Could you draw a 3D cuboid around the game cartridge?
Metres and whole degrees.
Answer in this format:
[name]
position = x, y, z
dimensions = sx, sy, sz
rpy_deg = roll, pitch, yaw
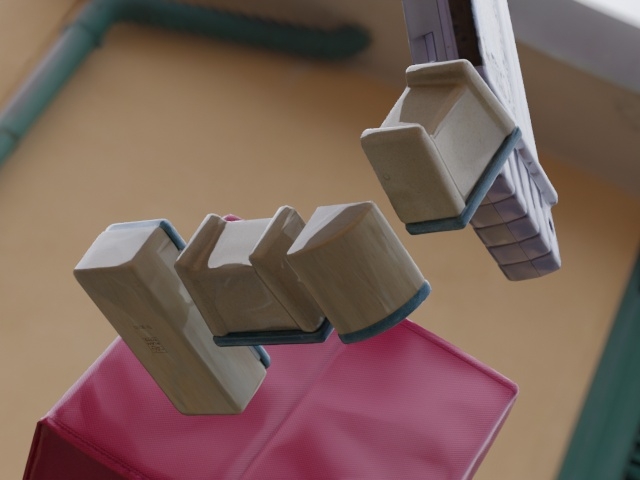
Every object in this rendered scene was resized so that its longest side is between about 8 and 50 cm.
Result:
[game cartridge]
position = 0.114, -0.170, 1.541
dimensions = 0.068, 0.355, 0.230
rpy_deg = -13, -26, 11

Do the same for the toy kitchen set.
[toy kitchen set]
position = 0.000, 0.000, 1.134
dimensions = 0.207, 0.166, 0.122
rpy_deg = -4, -50, 41

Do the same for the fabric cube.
[fabric cube]
position = -0.055, 0.191, 1.396
dimensions = 0.259, 0.258, 0.254
rpy_deg = 31, -47, 8
